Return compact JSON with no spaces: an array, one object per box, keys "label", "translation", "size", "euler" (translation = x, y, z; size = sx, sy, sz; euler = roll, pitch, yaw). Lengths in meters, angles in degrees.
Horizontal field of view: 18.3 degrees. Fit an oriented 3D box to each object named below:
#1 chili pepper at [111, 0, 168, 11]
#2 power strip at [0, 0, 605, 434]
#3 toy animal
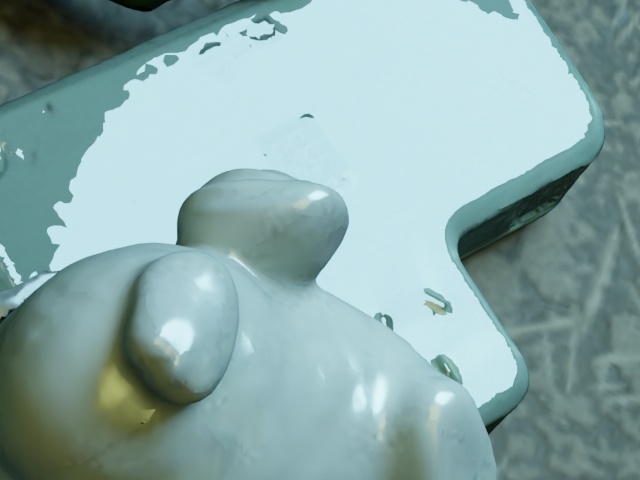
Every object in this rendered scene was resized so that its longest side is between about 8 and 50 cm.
[{"label":"chili pepper","translation":[-0.160,-0.159,0.745],"size":[0.359,0.076,0.085],"euler":[16,54,-8]},{"label":"power strip","translation":[0.000,0.000,0.757],"size":[0.265,0.059,0.193],"euler":[-27,77,-29]},{"label":"toy animal","translation":[-0.046,0.150,0.610],"size":[0.208,0.154,0.325],"euler":[-19,113,-32]}]
